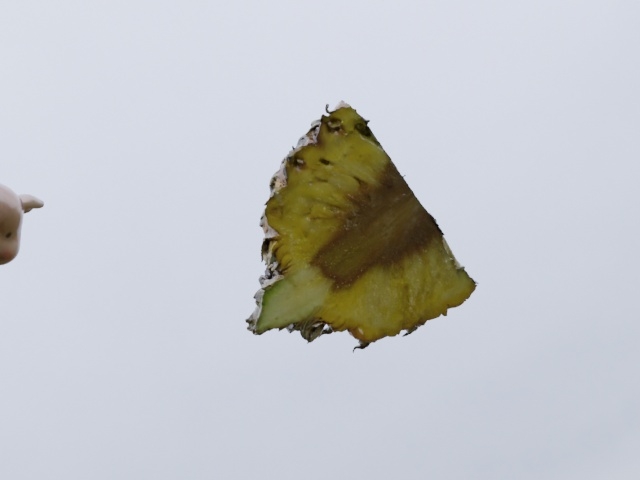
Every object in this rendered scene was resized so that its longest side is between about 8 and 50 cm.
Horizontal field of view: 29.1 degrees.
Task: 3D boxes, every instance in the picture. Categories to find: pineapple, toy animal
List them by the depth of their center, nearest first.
[{"bbox_3d":[-0.003,0.002,1.656,0.286,0.209,0.344,-37,-70,-2],"label":"pineapple"},{"bbox_3d":[-0.581,0.004,2.002,0.248,0.149,0.165,-41,-38,14],"label":"toy animal"}]
